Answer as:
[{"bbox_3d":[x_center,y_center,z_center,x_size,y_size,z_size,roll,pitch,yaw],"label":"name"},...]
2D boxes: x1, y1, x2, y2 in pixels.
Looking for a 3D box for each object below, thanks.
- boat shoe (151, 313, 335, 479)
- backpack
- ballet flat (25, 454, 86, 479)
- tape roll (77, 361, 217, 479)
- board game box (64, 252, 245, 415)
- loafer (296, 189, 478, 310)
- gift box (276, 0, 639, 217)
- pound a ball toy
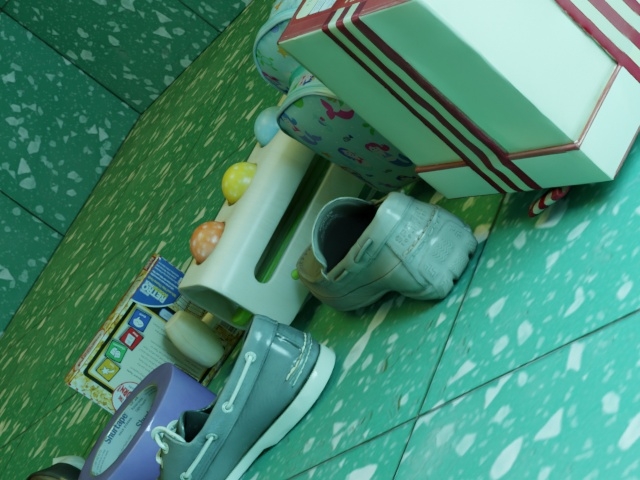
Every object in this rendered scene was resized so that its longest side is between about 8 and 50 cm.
[{"bbox_3d":[-0.118,0.198,1.479,0.319,0.099,0.116,-47,16,23],"label":"boat shoe"},{"bbox_3d":[0.056,-0.179,1.508,0.191,0.253,0.225,-59,16,-21],"label":"backpack"},{"bbox_3d":[-0.347,0.334,1.902,0.096,0.095,0.280,-49,9,-36],"label":"ballet flat"},{"bbox_3d":[-0.196,0.240,1.668,0.189,0.080,0.189,-49,14,17],"label":"tape roll"},{"bbox_3d":[-0.201,0.136,1.788,0.193,0.146,0.045,-54,15,-7],"label":"board game box"},{"bbox_3d":[0.041,0.001,1.417,0.112,0.111,0.319,-58,15,-17],"label":"loafer"},{"bbox_3d":[0.152,-0.190,1.221,0.255,0.258,0.276,-57,23,-15],"label":"gift box"},{"bbox_3d":[-0.080,-0.018,1.687,0.319,0.135,0.208,-62,18,-16],"label":"pound a ball toy"}]
